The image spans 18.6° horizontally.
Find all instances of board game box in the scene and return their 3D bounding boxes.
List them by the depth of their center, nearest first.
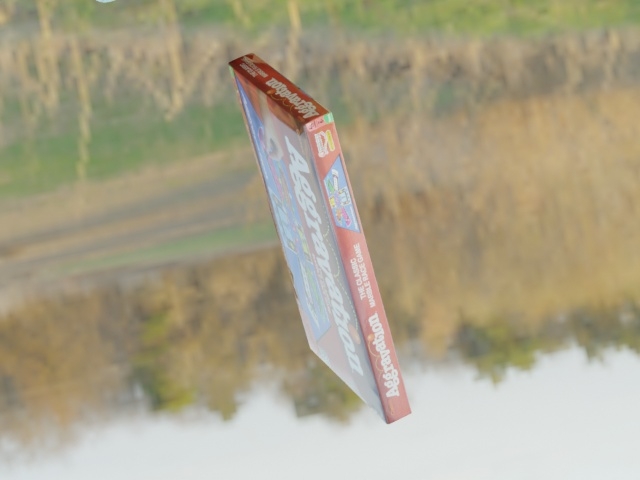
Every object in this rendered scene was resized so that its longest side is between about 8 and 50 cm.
[{"bbox_3d":[0.000,0.000,1.547,0.027,0.281,0.145,-26,-148,-17],"label":"board game box"}]

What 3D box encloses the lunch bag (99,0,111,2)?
[{"bbox_3d":[-0.171,-0.370,1.696,0.115,0.303,0.243,-3,146,29],"label":"lunch bag"}]
